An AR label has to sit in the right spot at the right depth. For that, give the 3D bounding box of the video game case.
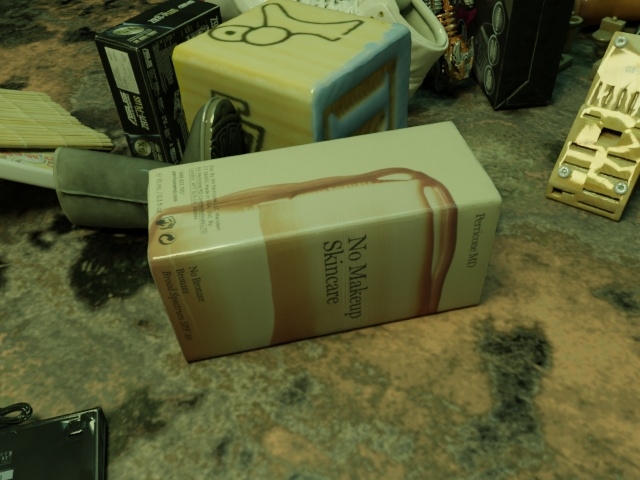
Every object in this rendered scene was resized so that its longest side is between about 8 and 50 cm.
[{"bbox_3d":[-0.399,-0.131,0.730,0.227,0.026,0.206,12,24,-46],"label":"video game case"}]

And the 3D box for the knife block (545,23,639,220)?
[{"bbox_3d":[0.401,-0.152,0.755,0.088,0.242,0.275,24,95,29],"label":"knife block"}]

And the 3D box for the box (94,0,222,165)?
[{"bbox_3d":[-0.193,-0.206,0.776,0.077,0.180,0.147,22,49,26],"label":"box"}]

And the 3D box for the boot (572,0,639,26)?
[{"bbox_3d":[0.583,-0.395,0.975,0.283,0.109,0.220,-16,38,-30],"label":"boot"}]

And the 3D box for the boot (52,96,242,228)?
[{"bbox_3d":[-0.194,-0.081,0.647,0.208,0.189,0.076,16,30,15],"label":"boot"}]

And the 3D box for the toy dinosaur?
[{"bbox_3d":[0.120,-0.379,0.894,0.164,0.218,0.322,-4,79,-39],"label":"toy dinosaur"}]

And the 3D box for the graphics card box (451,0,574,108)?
[{"bbox_3d":[0.270,-0.396,0.906,0.094,0.233,0.371,-6,43,-3],"label":"graphics card box"}]

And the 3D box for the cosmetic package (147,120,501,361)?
[{"bbox_3d":[0.000,0.000,0.560,0.296,0.153,0.129,-12,45,-6],"label":"cosmetic package"}]

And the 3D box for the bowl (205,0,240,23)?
[{"bbox_3d":[-0.157,-0.425,1.045,0.142,0.053,0.142,8,37,19],"label":"bowl"}]

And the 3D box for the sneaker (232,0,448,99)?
[{"bbox_3d":[0.032,-0.310,0.786,0.292,0.169,0.108,31,56,-8],"label":"sneaker"}]

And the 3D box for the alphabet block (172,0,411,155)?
[{"bbox_3d":[-0.026,-0.152,0.695,0.197,0.193,0.192,25,48,29],"label":"alphabet block"}]

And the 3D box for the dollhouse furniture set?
[{"bbox_3d":[0.427,-0.329,0.898,0.144,0.123,0.151,-33,49,-27],"label":"dollhouse furniture set"}]

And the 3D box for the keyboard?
[{"bbox_3d":[-0.268,0.183,0.478,0.180,0.023,0.108,-11,49,-8],"label":"keyboard"}]

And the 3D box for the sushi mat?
[{"bbox_3d":[-0.406,-0.154,0.709,0.151,0.019,0.316,32,17,12],"label":"sushi mat"}]
